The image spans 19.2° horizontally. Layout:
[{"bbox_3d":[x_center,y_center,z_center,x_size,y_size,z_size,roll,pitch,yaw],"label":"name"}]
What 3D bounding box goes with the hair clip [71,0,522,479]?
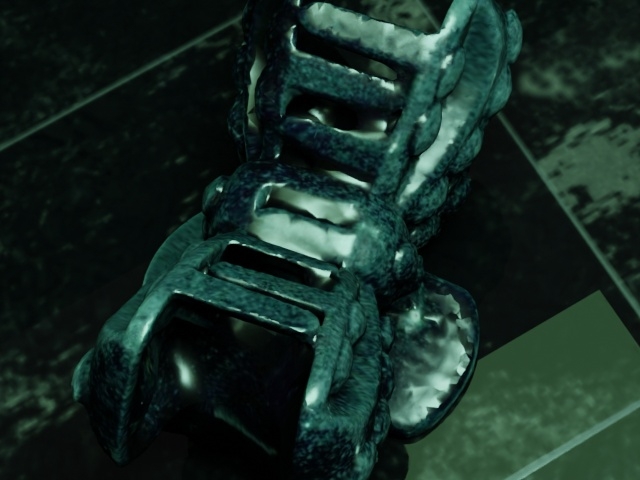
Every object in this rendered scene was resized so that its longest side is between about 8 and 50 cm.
[{"bbox_3d":[-0.001,0.005,0.991,0.194,0.206,0.310,21,66,7],"label":"hair clip"}]
